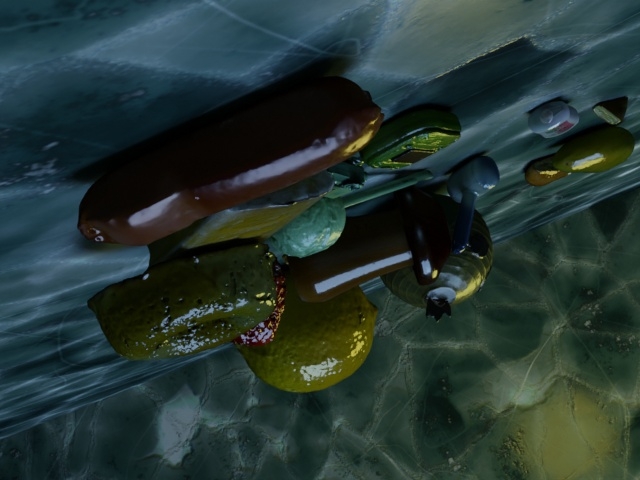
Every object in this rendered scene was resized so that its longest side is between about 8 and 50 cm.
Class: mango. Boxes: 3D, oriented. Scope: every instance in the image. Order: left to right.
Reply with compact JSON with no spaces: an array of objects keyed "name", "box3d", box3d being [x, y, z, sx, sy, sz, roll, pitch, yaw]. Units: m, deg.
[{"name":"mango","box3d":[0.584,-0.188,1.816,0.191,0.086,0.122,-16,172,-35]}]

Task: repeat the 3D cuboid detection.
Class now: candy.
[{"name":"candy","box3d":[0.064,-0.071,1.389,0.119,0.119,0.440,-29,176,38]}]

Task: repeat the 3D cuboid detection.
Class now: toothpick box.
[{"name":"toothpick box","box3d":[0.091,0.012,1.579,0.294,0.192,0.192,-16,171,4]}]

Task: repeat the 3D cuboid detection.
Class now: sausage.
[{"name":"sausage","box3d":[-0.100,-0.083,0.915,0.348,0.094,0.097,-21,157,9]}]

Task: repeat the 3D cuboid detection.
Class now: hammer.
[{"name":"hammer","box3d":[0.274,-0.060,1.610,0.069,0.194,0.116,23,155,-16]}]

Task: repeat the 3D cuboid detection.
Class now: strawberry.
[{"name":"strawberry","box3d":[-0.147,0.112,1.613,0.184,0.202,0.187,-6,-157,43]}]

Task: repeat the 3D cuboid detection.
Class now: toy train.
[{"name":"toy train","box3d":[0.008,-0.093,1.177,0.122,0.050,0.081,12,159,-44]}]

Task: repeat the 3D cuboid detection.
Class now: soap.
[{"name":"soap","box3d":[-0.120,-0.040,1.122,0.173,0.089,0.274,-15,170,-32]}]

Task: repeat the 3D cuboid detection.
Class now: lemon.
[{"name":"lemon","box3d":[-0.034,0.211,2.075,0.336,0.336,0.336,-21,170,-4]}]

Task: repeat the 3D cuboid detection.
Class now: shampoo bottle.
[{"name":"shampoo bottle","box3d":[0.388,-0.202,1.437,0.072,0.043,0.099,-26,170,24]}]

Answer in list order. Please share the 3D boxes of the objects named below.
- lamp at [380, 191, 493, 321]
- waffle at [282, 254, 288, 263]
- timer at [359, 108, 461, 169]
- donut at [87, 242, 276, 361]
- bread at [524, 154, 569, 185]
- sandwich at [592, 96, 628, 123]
[{"name":"lamp","box3d":[0.230,0.041,1.758,0.250,0.284,0.250,0,141,0]},{"name":"waffle","box3d":[0.000,0.000,1.736,0.148,0.042,0.102,-26,170,22]},{"name":"timer","box3d":[0.127,-0.140,1.212,0.128,0.047,0.140,-26,167,31]},{"name":"donut","box3d":[-0.179,0.092,1.186,0.272,0.107,0.272,-19,169,-4]},{"name":"bread","box3d":[0.511,-0.159,1.930,0.154,0.054,0.136,-31,163,36]},{"name":"sandwich","box3d":[0.540,-0.236,1.586,0.083,0.044,0.031,-14,173,-25]}]
